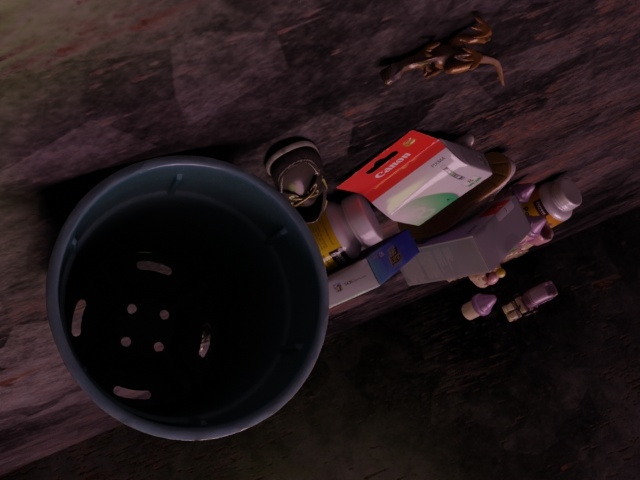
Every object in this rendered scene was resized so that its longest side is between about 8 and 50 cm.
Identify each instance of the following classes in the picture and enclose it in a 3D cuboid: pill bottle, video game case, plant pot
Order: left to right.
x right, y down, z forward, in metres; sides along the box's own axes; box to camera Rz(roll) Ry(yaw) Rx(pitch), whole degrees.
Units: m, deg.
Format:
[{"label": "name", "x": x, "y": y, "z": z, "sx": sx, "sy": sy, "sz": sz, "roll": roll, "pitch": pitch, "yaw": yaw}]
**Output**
[{"label": "plant pot", "x": -0.208, "y": 0.098, "z": 1.080, "sx": 0.341, "sy": 0.341, "sz": 0.334, "roll": -17, "pitch": 174, "yaw": -26}, {"label": "pill bottle", "x": 0.000, "y": 0.000, "z": 1.443, "sx": 0.208, "sy": 0.119, "sz": 0.119, "roll": -27, "pitch": 167, "yaw": 14}, {"label": "video game case", "x": 0.044, "y": 0.076, "z": 1.535, "sx": 0.244, "sy": 0.061, "sz": 0.269, "roll": -28, "pitch": 180, "yaw": 26}, {"label": "pill bottle", "x": 0.598, "y": -0.084, "z": 2.151, "sx": 0.117, "sy": 0.117, "sz": 0.215, "roll": -12, "pitch": 162, "yaw": -42}]

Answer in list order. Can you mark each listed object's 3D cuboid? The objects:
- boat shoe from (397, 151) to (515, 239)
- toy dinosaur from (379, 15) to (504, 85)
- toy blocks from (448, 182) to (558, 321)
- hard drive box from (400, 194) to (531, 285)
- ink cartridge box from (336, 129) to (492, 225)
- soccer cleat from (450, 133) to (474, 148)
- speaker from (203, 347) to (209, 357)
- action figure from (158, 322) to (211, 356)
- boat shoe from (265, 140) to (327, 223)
[{"label": "boat shoe", "x": 0.290, "y": -0.084, "z": 1.654, "sx": 0.277, "sy": 0.098, "sz": 0.096, "roll": -32, "pitch": 164, "yaw": 28}, {"label": "toy dinosaur", "x": 0.174, "y": -0.230, "z": 0.984, "sx": 0.211, "sy": 0.064, "sz": 0.112, "roll": -7, "pitch": 180, "yaw": -24}, {"label": "toy blocks", "x": 0.457, "y": 0.015, "z": 1.873, "sx": 0.288, "sy": 0.309, "sz": 0.260, "roll": -12, "pitch": 162, "yaw": -41}, {"label": "hard drive box", "x": 0.299, "y": 0.003, "z": 1.682, "sx": 0.232, "sy": 0.089, "sz": 0.181, "roll": -15, "pitch": -162, "yaw": 49}, {"label": "ink cartridge box", "x": 0.166, "y": -0.103, "z": 1.371, "sx": 0.181, "sy": 0.056, "sz": 0.224, "roll": -37, "pitch": 154, "yaw": 32}, {"label": "soccer cleat", "x": 0.235, "y": -0.162, "z": 1.400, "sx": 0.083, "sy": 0.029, "sz": 0.035, "roll": -28, "pitch": 171, "yaw": 39}, {"label": "speaker", "x": -0.143, "y": 0.202, "z": 1.614, "sx": 0.131, "sy": 0.131, "sz": 0.296, "roll": -29, "pitch": -164, "yaw": 25}, {"label": "action figure", "x": -0.274, "y": 0.169, "z": 1.611, "sx": 0.276, "sy": 0.141, "sz": 0.164, "roll": -69, "pitch": 180, "yaw": -54}, {"label": "boat shoe", "x": -0.027, "y": -0.082, "z": 1.172, "sx": 0.081, "sy": 0.069, "sz": 0.228, "roll": -23, "pitch": 167, "yaw": -1}]
